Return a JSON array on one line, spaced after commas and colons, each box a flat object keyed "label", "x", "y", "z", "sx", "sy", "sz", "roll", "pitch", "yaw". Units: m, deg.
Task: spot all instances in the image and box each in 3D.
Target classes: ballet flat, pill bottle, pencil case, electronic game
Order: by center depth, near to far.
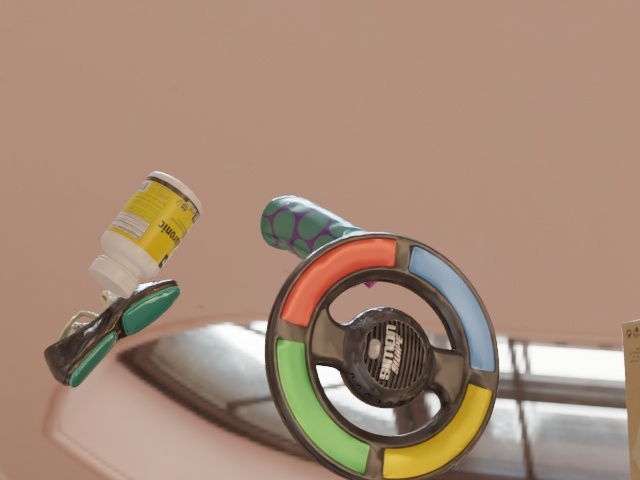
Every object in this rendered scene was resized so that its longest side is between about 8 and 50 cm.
[{"label": "electronic game", "x": 0.059, "y": 0.104, "z": 1.055, "sx": 0.048, "sy": 0.229, "sz": 0.229, "roll": 150, "pitch": 132, "yaw": -64}, {"label": "pill bottle", "x": -0.171, "y": -0.004, "z": 1.140, "sx": 0.116, "sy": 0.065, "sz": 0.065, "roll": -55, "pitch": -31, "yaw": -19}, {"label": "pencil case", "x": 0.000, "y": 0.000, "z": 1.298, "sx": 0.064, "sy": 0.151, "sz": 0.070, "roll": -38, "pitch": -53, "yaw": -20}, {"label": "ballet flat", "x": -0.269, "y": 0.101, "z": 1.499, "sx": 0.203, "sy": 0.074, "sz": 0.074, "roll": -42, "pitch": -43, "yaw": -30}]

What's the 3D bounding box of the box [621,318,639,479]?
[{"label": "box", "x": 0.523, "y": 0.265, "z": 1.665, "sx": 0.121, "sy": 0.148, "sz": 0.311, "roll": 157, "pitch": 115, "yaw": -66}]
